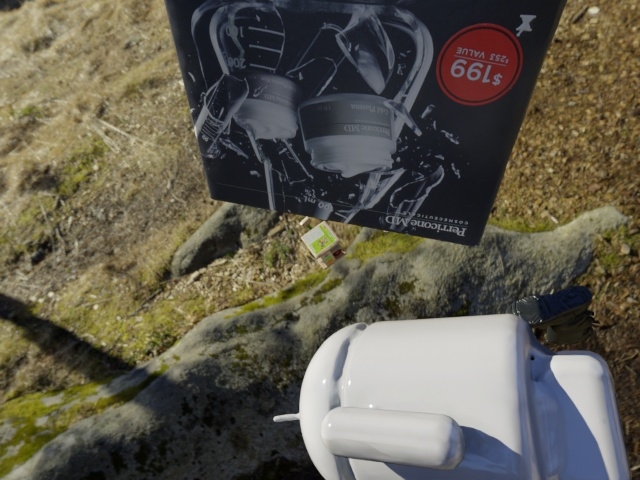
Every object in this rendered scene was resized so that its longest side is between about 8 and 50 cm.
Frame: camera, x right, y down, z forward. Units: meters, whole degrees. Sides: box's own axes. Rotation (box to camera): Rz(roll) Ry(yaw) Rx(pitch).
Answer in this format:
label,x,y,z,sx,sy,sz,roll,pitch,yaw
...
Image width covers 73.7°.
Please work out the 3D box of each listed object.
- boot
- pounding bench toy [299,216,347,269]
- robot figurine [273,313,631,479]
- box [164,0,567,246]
label,x,y,z,sx,sy,sz,roll,pitch,yaw
boot,0.334,0.117,0.616,0.121,0.099,0.045,-21,42,11
pounding bench toy,0.000,0.000,0.773,0.052,0.065,0.083,-36,62,-2
robot figurine,0.123,0.189,0.479,0.354,0.300,0.199,-10,72,31
box,0.041,-0.187,0.469,0.343,0.312,0.179,11,46,12
